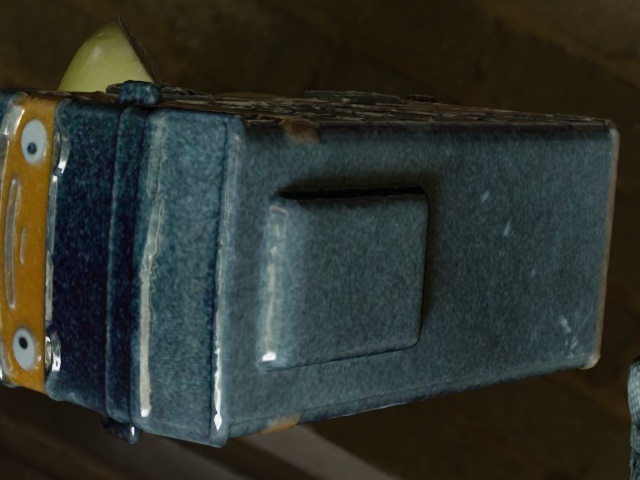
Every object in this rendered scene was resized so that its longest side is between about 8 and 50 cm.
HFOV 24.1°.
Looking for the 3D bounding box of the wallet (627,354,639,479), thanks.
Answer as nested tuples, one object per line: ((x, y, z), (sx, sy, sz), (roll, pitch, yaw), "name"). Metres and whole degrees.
((0.222, 0.160, 0.508), (0.237, 0.342, 0.075), (-6, -169, -6), "wallet")

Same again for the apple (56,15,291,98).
((-0.143, -0.070, 1.515), (0.295, 0.233, 0.258), (19, -169, -35), "apple")

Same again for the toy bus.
((0.000, 0.000, 0.781), (0.194, 0.162, 0.323), (11, -169, 42), "toy bus")
